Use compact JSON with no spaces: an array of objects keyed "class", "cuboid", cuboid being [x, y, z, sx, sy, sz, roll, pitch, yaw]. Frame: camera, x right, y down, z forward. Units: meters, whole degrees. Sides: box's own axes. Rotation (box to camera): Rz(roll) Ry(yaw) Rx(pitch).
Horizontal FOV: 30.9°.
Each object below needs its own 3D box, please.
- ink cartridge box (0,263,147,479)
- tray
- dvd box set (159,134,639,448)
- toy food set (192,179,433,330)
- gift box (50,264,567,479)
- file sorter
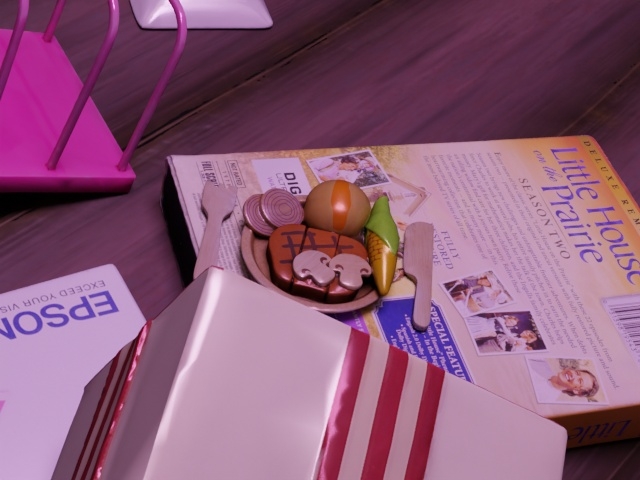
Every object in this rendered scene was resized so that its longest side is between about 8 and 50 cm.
[{"class":"ink cartridge box","cuboid":[-0.216,0.185,0.729,0.324,0.071,0.330,-16,53,-29]},{"class":"tray","cuboid":[-0.149,-0.323,1.254,0.145,0.030,0.270,-3,49,-21]},{"class":"dvd box set","cuboid":[0.103,0.041,0.965,0.421,0.062,0.307,-5,49,-21]},{"class":"toy food set","cuboid":[0.000,0.000,0.903,0.192,0.038,0.132,10,45,-6]},{"class":"gift box","cuboid":[-0.057,0.195,0.602,0.276,0.255,0.258,22,58,-13]},{"class":"file sorter","cuboid":[-0.282,-0.171,0.913,0.291,0.182,0.202,-2,46,-41]}]
